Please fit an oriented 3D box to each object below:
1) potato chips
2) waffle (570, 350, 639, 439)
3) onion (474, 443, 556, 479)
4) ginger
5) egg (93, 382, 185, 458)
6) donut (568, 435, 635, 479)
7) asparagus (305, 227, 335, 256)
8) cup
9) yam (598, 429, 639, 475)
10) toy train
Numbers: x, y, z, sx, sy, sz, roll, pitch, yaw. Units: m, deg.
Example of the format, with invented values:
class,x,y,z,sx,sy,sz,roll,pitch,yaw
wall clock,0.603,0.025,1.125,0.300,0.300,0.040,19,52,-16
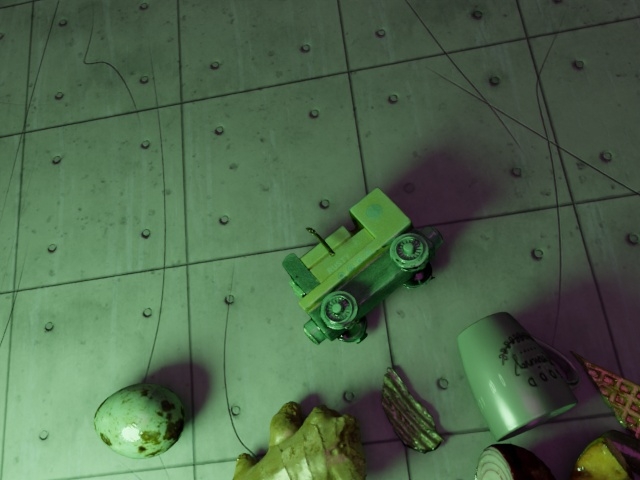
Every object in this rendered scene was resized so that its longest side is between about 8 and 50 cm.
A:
class,x,y,z,sx,sy,sz,roll,pitch,yaw
potato chips,0.193,0.394,1.337,0.092,0.028,0.207,-36,71,-5
waffle,0.623,0.342,1.287,0.191,0.032,0.125,25,79,18
onion,0.415,0.510,1.166,0.139,0.218,0.195,16,66,-14
ginger,-0.084,0.488,1.283,0.375,0.166,0.236,-16,79,-2
egg,-0.424,0.418,1.358,0.231,0.169,0.169,-4,70,20
donut,0.596,0.532,1.174,0.151,0.112,0.295,-39,82,30
asparagus,0.000,0.000,1.384,0.015,0.014,0.114,-29,51,-16
cup,0.441,0.281,1.277,0.258,0.186,0.234,-8,58,-25
yam,0.656,0.450,1.223,0.146,0.070,0.070,22,76,23
toy train,0.092,0.066,1.402,0.397,0.160,0.253,-39,62,-4
